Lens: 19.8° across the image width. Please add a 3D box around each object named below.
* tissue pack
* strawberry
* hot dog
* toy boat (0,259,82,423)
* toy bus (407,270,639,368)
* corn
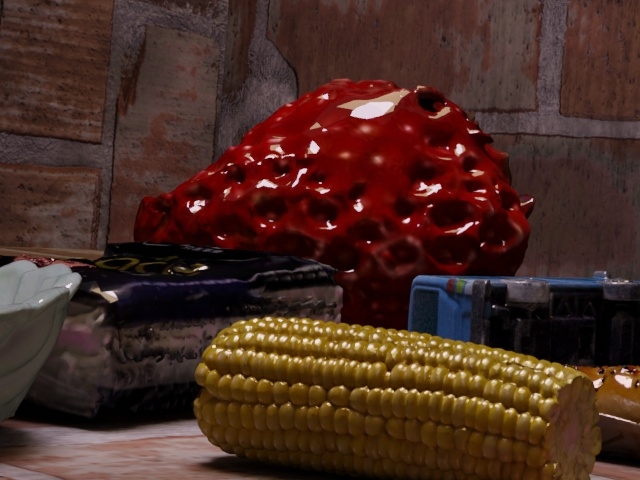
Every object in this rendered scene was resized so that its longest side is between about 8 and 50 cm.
[{"bbox_3d":[-0.159,0.060,1.407,0.245,0.123,0.332,8,3,30],"label":"tissue pack"},{"bbox_3d":[0.000,0.000,1.726,0.345,0.295,0.317,-14,17,-23],"label":"strawberry"},{"bbox_3d":[0.261,0.121,1.275,0.253,0.069,0.131,4,2,27],"label":"hot dog"},{"bbox_3d":[-0.249,0.066,1.126,0.199,0.100,0.290,-4,3,0],"label":"toy boat"},{"bbox_3d":[0.199,0.084,1.609,0.234,0.116,0.134,2,1,-34],"label":"toy bus"},{"bbox_3d":[0.043,0.099,1.093,0.244,0.093,0.093,6,2,21],"label":"corn"}]
